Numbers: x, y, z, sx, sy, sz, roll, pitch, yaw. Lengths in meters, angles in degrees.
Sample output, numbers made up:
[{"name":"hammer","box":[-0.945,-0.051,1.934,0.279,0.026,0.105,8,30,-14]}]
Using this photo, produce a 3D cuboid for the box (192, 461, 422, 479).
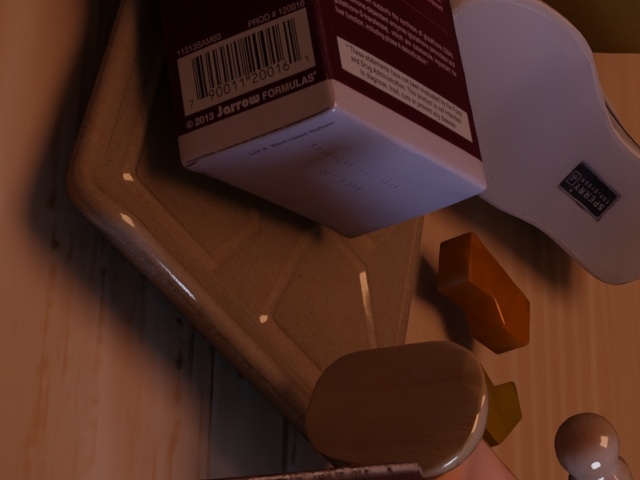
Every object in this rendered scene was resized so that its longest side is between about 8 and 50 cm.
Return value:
[{"name":"box","box":[-0.061,0.177,0.545,0.167,0.168,0.203,5,72,-57]}]

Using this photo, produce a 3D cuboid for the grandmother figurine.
[{"name":"grandmother figurine","box":[0.090,0.180,0.841,0.208,0.104,0.342,-54,137,-7]}]

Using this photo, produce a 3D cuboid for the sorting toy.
[{"name":"sorting toy","box":[0.000,0.000,0.871,0.307,0.041,0.229,48,34,-36]}]

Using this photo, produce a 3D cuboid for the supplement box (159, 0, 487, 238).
[{"name":"supplement box","box":[-0.010,-0.134,0.814,0.130,0.073,0.239,24,53,-56]}]

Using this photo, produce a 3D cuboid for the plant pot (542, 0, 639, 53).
[{"name":"plant pot","box":[0.172,-0.226,1.113,0.212,0.187,0.212,55,35,-28]}]

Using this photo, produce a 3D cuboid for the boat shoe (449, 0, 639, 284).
[{"name":"boat shoe","box":[0.104,-0.062,1.033,0.084,0.095,0.258,51,2,41]}]
